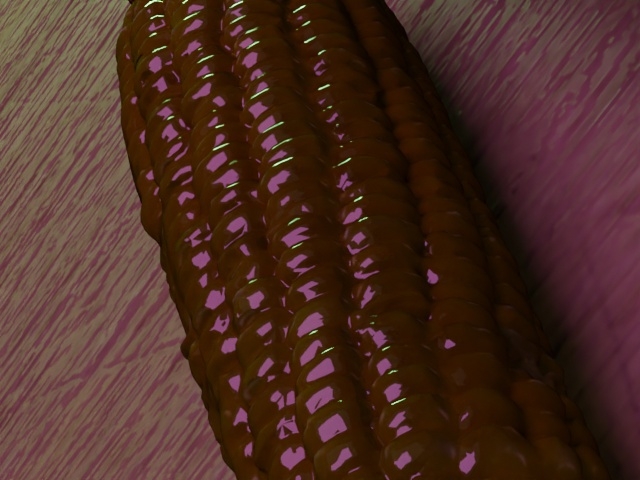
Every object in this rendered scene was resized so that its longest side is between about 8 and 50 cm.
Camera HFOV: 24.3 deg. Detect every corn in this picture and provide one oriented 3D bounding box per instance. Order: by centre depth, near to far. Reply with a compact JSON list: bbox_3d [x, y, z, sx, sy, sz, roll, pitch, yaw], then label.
[{"bbox_3d":[0.000,0.000,0.501,0.120,0.120,0.363,-47,34,20],"label":"corn"}]

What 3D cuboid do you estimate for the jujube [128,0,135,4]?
[{"bbox_3d":[-0.060,-0.156,0.743,0.166,0.104,0.104,31,91,50],"label":"jujube"}]
